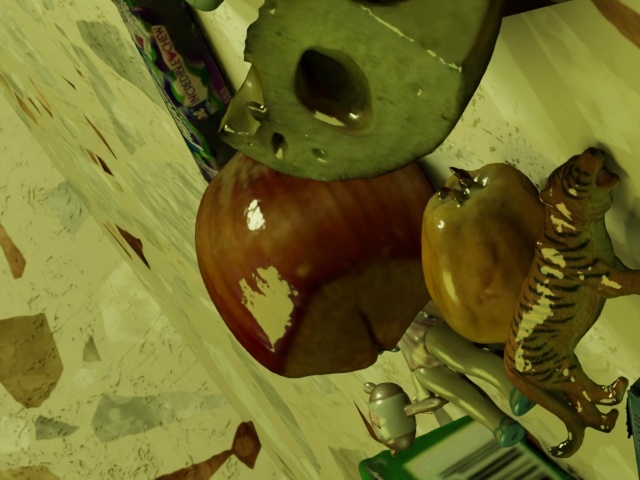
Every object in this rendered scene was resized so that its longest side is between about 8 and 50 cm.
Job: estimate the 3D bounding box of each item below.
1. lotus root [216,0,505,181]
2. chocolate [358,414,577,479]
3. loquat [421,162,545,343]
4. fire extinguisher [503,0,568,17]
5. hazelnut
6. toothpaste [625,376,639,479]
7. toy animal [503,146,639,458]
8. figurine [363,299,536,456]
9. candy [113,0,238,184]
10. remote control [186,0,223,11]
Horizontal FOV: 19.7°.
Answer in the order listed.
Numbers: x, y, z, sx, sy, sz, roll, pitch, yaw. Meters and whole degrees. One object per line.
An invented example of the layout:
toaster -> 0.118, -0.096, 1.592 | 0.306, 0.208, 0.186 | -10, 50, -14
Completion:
lotus root -> 0.039, -0.151, 1.161 | 0.142, 0.210, 0.314 | 25, 170, -5
chocolate -> 0.235, 0.372, 1.837 | 0.360, 0.161, 0.341 | 40, 162, 44
loquat -> 0.126, 0.009, 1.361 | 0.137, 0.113, 0.137 | -10, -90, -70
fire extinguisher -> 0.134, -0.162, 1.097 | 0.173, 0.035, 0.049 | -176, 88, -72
hazelnut -> 0.001, 0.001, 1.567 | 0.181, 0.212, 0.181 | 56, -175, -40
toothpaste -> 0.285, 0.186, 1.435 | 0.066, 0.053, 0.272 | 38, 160, 33
toy animal -> 0.181, 0.048, 1.281 | 0.099, 0.057, 0.241 | 21, 121, 12
figurine -> 0.098, 0.105, 1.701 | 0.260, 0.103, 0.205 | 38, 136, 33
candy -> -0.140, -0.170, 1.905 | 0.088, 0.061, 0.312 | 40, 162, 50
remote control -> -0.111, -0.268, 1.599 | 0.097, 0.045, 0.256 | 50, 164, 10
